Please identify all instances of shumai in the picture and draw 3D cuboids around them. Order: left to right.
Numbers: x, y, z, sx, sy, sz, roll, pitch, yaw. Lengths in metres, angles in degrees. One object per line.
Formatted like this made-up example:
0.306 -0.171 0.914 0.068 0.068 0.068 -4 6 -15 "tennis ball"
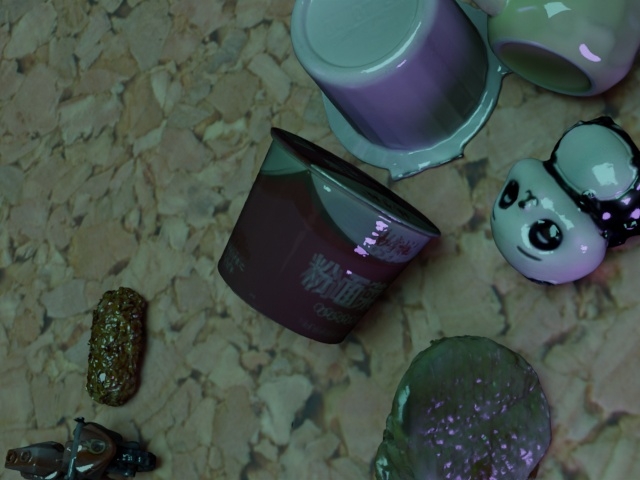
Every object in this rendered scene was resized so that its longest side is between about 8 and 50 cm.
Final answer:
0.145 0.202 0.958 0.120 0.201 0.201 -10 64 67 "shumai"

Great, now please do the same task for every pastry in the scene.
-0.288 0.142 1.208 0.087 0.063 0.169 -9 72 26 "pastry"

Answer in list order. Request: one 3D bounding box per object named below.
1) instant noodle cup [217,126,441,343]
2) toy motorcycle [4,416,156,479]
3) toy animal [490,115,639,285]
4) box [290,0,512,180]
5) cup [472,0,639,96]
0.000 0.000 1.032 0.235 0.235 0.178 38 103 30 "instant noodle cup"
-0.326 0.285 1.152 0.212 0.118 0.084 -10 62 23 "toy motorcycle"
0.275 -0.028 0.945 0.179 0.138 0.166 -32 47 9 "toy animal"
0.068 -0.250 1.073 0.291 0.206 0.262 33 90 27 "box"
0.269 -0.298 0.963 0.173 0.255 0.202 22 84 49 "cup"
